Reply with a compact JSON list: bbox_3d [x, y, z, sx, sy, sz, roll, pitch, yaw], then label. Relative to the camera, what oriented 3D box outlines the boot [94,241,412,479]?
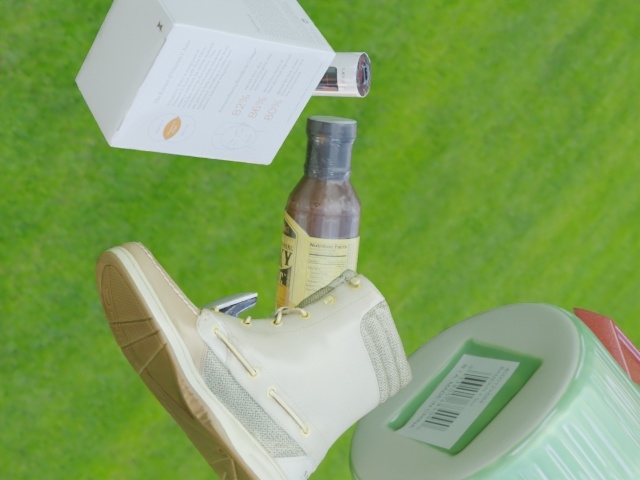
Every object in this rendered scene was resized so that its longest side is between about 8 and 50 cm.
[{"bbox_3d":[-0.052,0.074,1.196,0.203,0.262,0.095,-38,-175,-28],"label":"boot"}]

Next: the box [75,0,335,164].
[{"bbox_3d":[-0.099,-0.148,1.183,0.170,0.091,0.130,5,130,-40],"label":"box"}]

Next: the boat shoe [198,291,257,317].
[{"bbox_3d":[-0.124,0.092,1.640,0.125,0.046,0.038,-22,99,-40],"label":"boat shoe"}]

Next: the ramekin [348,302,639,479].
[{"bbox_3d":[0.174,0.200,1.353,0.303,0.303,0.148,-43,113,-13],"label":"ramekin"}]

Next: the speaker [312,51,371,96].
[{"bbox_3d":[-0.008,-0.205,1.699,0.055,0.136,0.055,5,90,-68],"label":"speaker"}]

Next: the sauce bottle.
[{"bbox_3d":[0.000,0.000,1.926,0.111,0.111,0.344,-8,107,-54],"label":"sauce bottle"}]

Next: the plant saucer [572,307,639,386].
[{"bbox_3d":[0.473,0.245,2.035,0.048,0.259,0.258,-27,138,20],"label":"plant saucer"}]
